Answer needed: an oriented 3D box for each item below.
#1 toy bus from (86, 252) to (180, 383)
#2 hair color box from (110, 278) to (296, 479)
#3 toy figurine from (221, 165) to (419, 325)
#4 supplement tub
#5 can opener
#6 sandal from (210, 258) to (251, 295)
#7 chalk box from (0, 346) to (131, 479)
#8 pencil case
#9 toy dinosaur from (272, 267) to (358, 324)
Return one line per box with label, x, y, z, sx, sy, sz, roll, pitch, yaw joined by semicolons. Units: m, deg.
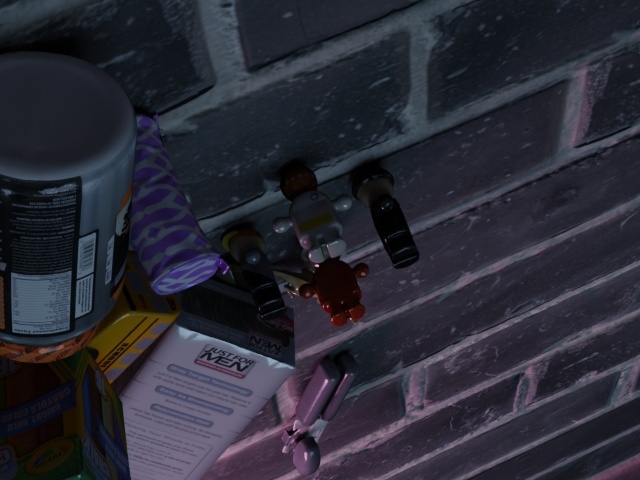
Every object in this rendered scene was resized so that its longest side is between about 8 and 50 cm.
toy bus;-0.340;0.153;1.825;0.332;0.108;0.130;-44;150;26
hair color box;-0.205;0.217;1.976;0.185;0.114;0.374;21;130;-22
toy figurine;0.000;0.000;1.850;0.209;0.148;0.213;5;140;-37
supplement tub;-0.294;-0.024;1.453;0.193;0.193;0.316;-15;145;-24
can opener;0.006;0.307;2.408;0.076;0.095;0.283;-13;149;-28
sandal;-0.121;0.097;1.984;0.090;0.060;0.219;-5;135;2
chalk box;-0.331;0.281;1.642;0.180;0.289;0.179;-19;135;4
pencil case;-0.183;-0.042;1.546;0.088;0.206;0.086;-17;164;-27
toy dinosaur;-0.023;0.061;1.994;0.092;0.183;0.053;166;-51;-85
